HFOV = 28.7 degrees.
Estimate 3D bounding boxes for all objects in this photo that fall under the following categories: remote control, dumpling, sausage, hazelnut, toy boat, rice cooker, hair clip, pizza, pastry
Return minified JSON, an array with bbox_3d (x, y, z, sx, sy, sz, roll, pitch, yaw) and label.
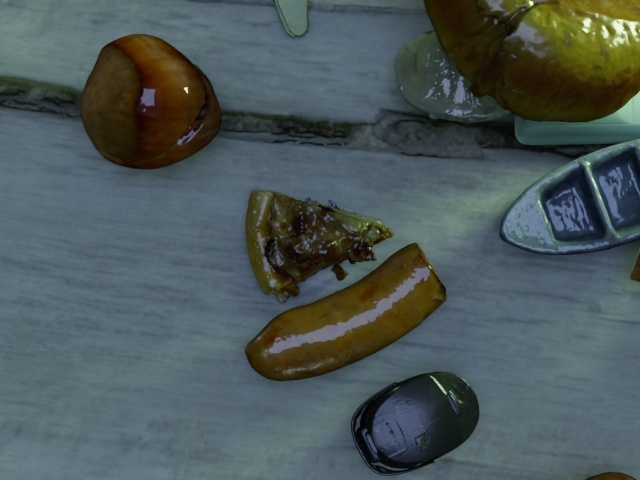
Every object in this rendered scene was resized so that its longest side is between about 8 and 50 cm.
[{"bbox_3d":[0.405,-0.182,1.665,0.293,0.051,0.103,-1,84,-1],"label":"remote control"},{"bbox_3d":[0.183,-0.213,1.647,0.150,0.092,0.176,-43,85,-9],"label":"dumpling"},{"bbox_3d":[0.032,0.104,1.616,0.271,0.109,0.108,-25,85,-3],"label":"sausage"},{"bbox_3d":[-0.221,-0.171,1.620,0.182,0.182,0.182,0,84,0],"label":"hazelnut"},{"bbox_3d":[0.366,-0.050,1.638,0.283,0.078,0.127,-19,85,-1],"label":"toy boat"},{"bbox_3d":[0.122,0.230,1.599,0.165,0.106,0.112,-24,85,2],"label":"rice cooker"},{"bbox_3d":[-0.050,-0.368,1.696,0.060,0.033,0.188,-11,84,2],"label":"hair clip"},{"bbox_3d":[0.000,-0.001,1.639,0.194,0.069,0.154,-7,83,1],"label":"pizza"},{"bbox_3d":[0.288,-0.304,1.573,0.356,0.164,0.355,10,58,-17],"label":"pastry"}]

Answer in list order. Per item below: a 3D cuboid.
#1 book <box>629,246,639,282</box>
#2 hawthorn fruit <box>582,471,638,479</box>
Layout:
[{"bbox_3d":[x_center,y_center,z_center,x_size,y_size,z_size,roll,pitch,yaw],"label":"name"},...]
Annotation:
[{"bbox_3d":[0.601,-0.011,1.532,0.374,0.028,0.262,19,110,12],"label":"book"},{"bbox_3d":[0.371,0.416,1.548,0.199,0.199,0.251,-34,97,-3],"label":"hawthorn fruit"}]
